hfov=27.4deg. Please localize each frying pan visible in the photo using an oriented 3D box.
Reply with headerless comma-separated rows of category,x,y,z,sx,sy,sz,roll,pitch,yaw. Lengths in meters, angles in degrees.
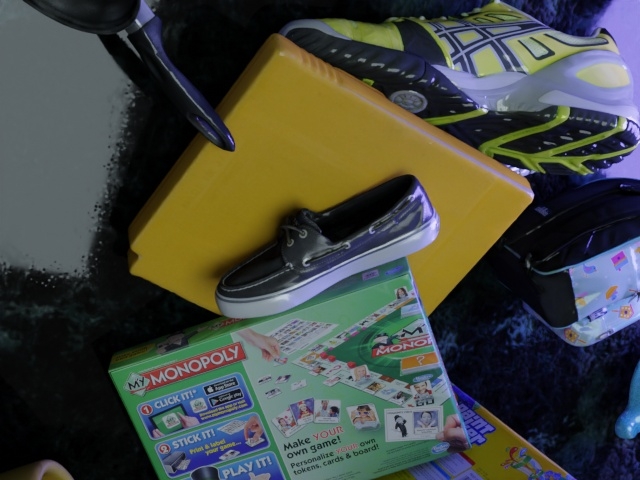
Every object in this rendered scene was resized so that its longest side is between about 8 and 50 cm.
frying pan,-0.176,-0.222,1.120,0.326,0.197,0.053,34,62,-2

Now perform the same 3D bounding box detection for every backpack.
backpack,0.298,0.015,1.430,0.188,0.166,0.144,-30,117,-8

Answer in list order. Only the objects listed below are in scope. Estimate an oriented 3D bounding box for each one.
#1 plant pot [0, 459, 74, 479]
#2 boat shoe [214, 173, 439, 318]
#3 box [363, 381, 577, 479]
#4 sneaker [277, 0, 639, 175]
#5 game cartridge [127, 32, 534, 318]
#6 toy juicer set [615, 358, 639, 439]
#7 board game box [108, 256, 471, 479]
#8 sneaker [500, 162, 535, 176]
plant pot,-0.331,0.365,1.244,0.239,0.254,0.254,-20,114,1
boat shoe,0.000,0.000,1.245,0.228,0.080,0.076,-20,121,2
box,0.166,0.346,1.410,0.177,0.290,0.279,-27,116,-14
sneaker,0.137,-0.170,1.340,0.384,0.145,0.147,11,61,-15
game cartridge,0.005,-0.021,1.310,0.323,0.053,0.285,28,116,-27
toy juicer set,0.446,0.186,1.600,0.209,0.089,0.329,30,85,-41
board game box,-0.028,0.164,1.342,0.317,0.046,0.213,-18,111,5
sneaker,0.206,-0.105,1.422,0.166,0.065,0.076,-16,96,-21
